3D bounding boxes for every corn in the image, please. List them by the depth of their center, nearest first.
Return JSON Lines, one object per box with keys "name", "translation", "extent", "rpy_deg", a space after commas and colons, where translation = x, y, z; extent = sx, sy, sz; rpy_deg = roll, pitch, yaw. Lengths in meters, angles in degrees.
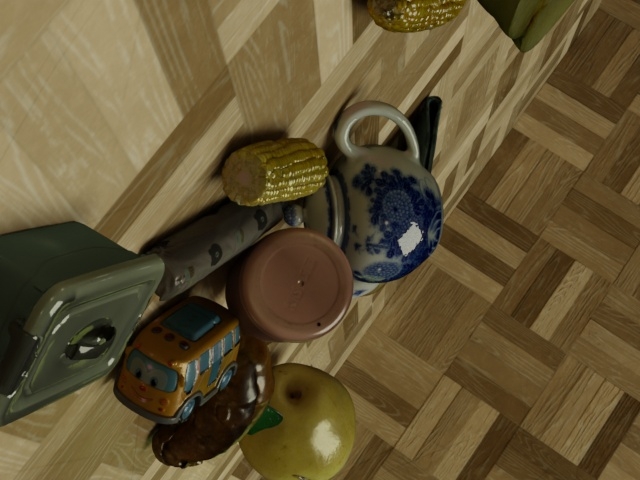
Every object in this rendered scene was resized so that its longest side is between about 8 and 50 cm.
{"name": "corn", "translation": [-0.059, -0.100, 1.407], "extent": [0.093, 0.093, 0.244], "rpy_deg": [-59, 168, 16]}
{"name": "corn", "translation": [0.143, -0.367, 1.496], "extent": [0.313, 0.102, 0.102], "rpy_deg": [-31, 152, -59]}

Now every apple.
{"name": "apple", "translation": [0.426, -0.521, 1.761], "extent": [0.360, 0.320, 0.311], "rpy_deg": [-54, -152, 17]}

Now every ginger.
{"name": "ginger", "translation": [-0.184, 0.308, 1.845], "extent": [0.321, 0.172, 0.165], "rpy_deg": [-60, -155, 16]}

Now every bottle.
{"name": "bottle", "translation": [-0.050, 0.080, 1.576], "extent": [0.206, 0.173, 0.297], "rpy_deg": [-8, 174, -16]}

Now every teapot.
{"name": "teapot", "translation": [0.069, -0.049, 1.770], "extent": [0.252, 0.280, 0.424], "rpy_deg": [-119, -148, -57]}

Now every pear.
{"name": "pear", "translation": [-0.059, 0.447, 2.411], "extent": [0.309, 0.309, 0.309], "rpy_deg": [-52, 168, -16]}

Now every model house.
{"name": "model house", "translation": [-0.160, 0.320, 2.054], "extent": [0.117, 0.167, 0.088], "rpy_deg": [-32, -148, 32]}

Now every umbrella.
{"name": "umbrella", "translation": [-0.138, -0.009, 1.393], "extent": [0.067, 0.073, 0.337], "rpy_deg": [-31, -177, 34]}

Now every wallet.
{"name": "wallet", "translation": [0.212, -0.151, 2.232], "extent": [0.251, 0.054, 0.290], "rpy_deg": [110, -4, -53]}

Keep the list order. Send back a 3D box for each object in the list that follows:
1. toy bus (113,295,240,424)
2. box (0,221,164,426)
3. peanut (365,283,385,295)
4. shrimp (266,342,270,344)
{"name": "toy bus", "translation": [-0.209, 0.172, 1.482], "extent": [0.209, 0.126, 0.136], "rpy_deg": [-36, 149, -56]}
{"name": "box", "translation": [-0.266, 0.075, 0.976], "extent": [0.162, 0.130, 0.227], "rpy_deg": [-60, 168, 17]}
{"name": "peanut", "translation": [0.119, -0.017, 2.095], "extent": [0.170, 0.192, 0.387], "rpy_deg": [-7, 147, -18]}
{"name": "shrimp", "translation": [-0.129, 0.238, 2.201], "extent": [0.127, 0.025, 0.091], "rpy_deg": [-34, 156, -50]}
